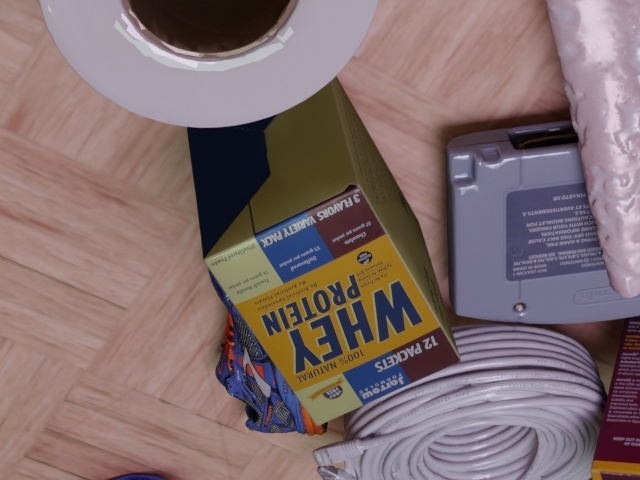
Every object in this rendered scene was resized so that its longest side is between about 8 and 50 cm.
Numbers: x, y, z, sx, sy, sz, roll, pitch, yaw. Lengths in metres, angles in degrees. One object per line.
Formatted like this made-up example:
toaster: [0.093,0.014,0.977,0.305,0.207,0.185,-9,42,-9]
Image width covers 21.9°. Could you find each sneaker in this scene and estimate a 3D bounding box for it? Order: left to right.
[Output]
sneaker: [-0.061,0.103,1.513,0.087,0.083,0.221,-14,123,11]

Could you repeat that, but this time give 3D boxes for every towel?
towel: [0.356,-0.145,1.354,0.317,0.053,0.332,-16,108,-1]

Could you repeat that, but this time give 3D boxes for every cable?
cable: [0.147,0.174,1.560,0.257,0.089,0.257,-29,139,26]

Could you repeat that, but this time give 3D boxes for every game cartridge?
game cartridge: [0.257,-0.018,1.465,0.294,0.060,0.196,-7,122,-4]

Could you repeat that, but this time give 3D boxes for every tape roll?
tape roll: [-0.086,-0.228,1.213,0.246,0.169,0.246,-4,125,-6]

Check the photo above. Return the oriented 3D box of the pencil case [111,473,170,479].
pencil case: [-0.178,0.377,1.663,0.133,0.119,0.306,3,126,7]

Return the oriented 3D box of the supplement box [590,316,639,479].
supplement box: [0.307,0.167,1.500,0.080,0.188,0.104,2,137,23]

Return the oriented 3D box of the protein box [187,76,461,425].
protein box: [0.000,0.000,1.371,0.136,0.200,0.201,-25,126,9]

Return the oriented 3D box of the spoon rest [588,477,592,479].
spoon rest: [0.362,0.218,1.659,0.276,0.084,0.137,-11,126,0]
